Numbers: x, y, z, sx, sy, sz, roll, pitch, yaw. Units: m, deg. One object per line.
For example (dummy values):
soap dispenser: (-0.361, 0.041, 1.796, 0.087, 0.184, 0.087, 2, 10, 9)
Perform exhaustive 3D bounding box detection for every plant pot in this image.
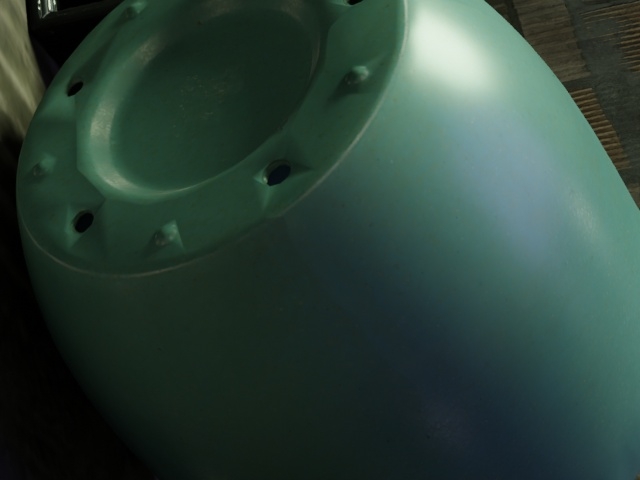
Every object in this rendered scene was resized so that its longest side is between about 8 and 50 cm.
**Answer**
plant pot: (0.000, 0.000, 0.466, 0.235, 0.293, 0.293, 50, 25, -46)

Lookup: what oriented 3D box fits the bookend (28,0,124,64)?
bookend: (-0.083, -0.187, 0.551, 0.072, 0.157, 0.156, 62, 18, -73)
